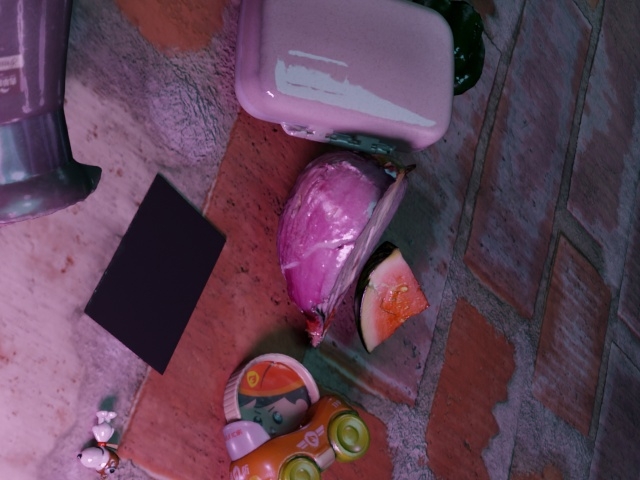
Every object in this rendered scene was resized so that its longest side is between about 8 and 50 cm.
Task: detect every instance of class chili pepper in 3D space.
[{"bbox_3d":[0.219,-0.380,2.017,0.165,0.174,0.261,76,23,-43],"label":"chili pepper"}]

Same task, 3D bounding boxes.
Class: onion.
[{"bbox_3d":[0.000,0.000,1.740,0.348,0.159,0.267,-63,168,13],"label":"onion"}]

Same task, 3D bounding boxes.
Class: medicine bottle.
[{"bbox_3d":[0.046,-0.292,1.758,0.375,0.123,0.282,10,73,-25],"label":"medicine bottle"}]

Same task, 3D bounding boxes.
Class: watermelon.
[{"bbox_3d":[0.099,0.100,1.863,0.145,0.137,0.193,-37,162,-6],"label":"watermelon"}]

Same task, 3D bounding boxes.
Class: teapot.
[{"bbox_3d":[-0.431,-0.183,1.171,0.376,0.305,0.361,-14,105,-21],"label":"teapot"}]

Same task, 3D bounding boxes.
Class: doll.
[{"bbox_3d":[-0.290,0.273,1.444,0.058,0.040,0.085,36,59,-30],"label":"doll"}]

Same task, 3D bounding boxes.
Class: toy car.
[{"bbox_3d":[-0.064,0.284,1.648,0.235,0.145,0.235,14,61,-27],"label":"toy car"}]

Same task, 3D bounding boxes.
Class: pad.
[{"bbox_3d":[-0.232,0.049,1.562,0.170,0.006,0.245,46,53,-35],"label":"pad"}]
